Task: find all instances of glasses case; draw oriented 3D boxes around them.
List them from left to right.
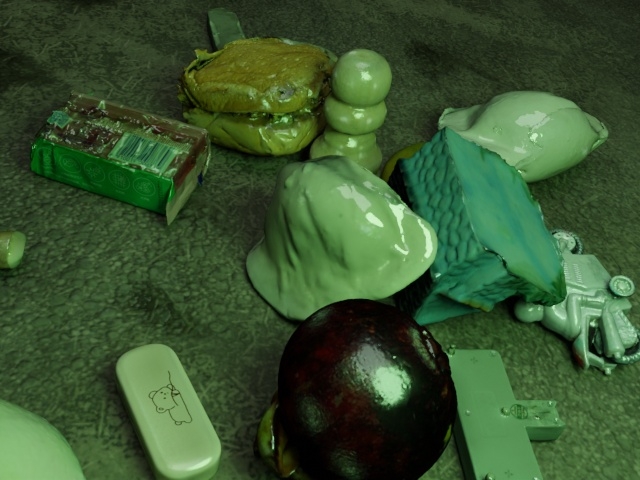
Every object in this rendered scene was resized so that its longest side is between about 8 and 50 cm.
[{"bbox_3d":[-0.190,0.212,0.843,0.083,0.050,0.196,-15,48,-30],"label":"glasses case"}]

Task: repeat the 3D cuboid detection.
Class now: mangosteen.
[{"bbox_3d":[0.030,0.195,0.819,0.265,0.228,0.228,-32,45,13],"label":"mangosteen"}]

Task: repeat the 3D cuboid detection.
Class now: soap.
[{"bbox_3d":[-0.336,-0.149,1.167,0.273,0.098,0.218,17,42,5],"label":"soap"}]

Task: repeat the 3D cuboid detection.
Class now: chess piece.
[{"bbox_3d":[0.058,-0.212,1.210,0.142,0.261,0.143,6,40,-5],"label":"chess piece"}]

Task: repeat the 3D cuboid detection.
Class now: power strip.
[{"bbox_3d":[-0.212,-0.459,1.572,0.080,0.048,0.286,-3,44,-19],"label":"power strip"},{"bbox_3d":[0.249,0.236,0.914,0.145,0.061,0.216,2,43,-10],"label":"power strip"}]

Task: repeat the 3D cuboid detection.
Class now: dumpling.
[{"bbox_3d":[0.000,0.000,0.996,0.318,0.187,0.243,29,82,48],"label":"dumpling"},{"bbox_3d":[0.397,-0.227,1.377,0.341,0.181,0.260,-35,47,-14],"label":"dumpling"}]

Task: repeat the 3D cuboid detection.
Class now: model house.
[{"bbox_3d":[0.204,0.018,1.061,0.226,0.241,0.261,23,44,-37],"label":"model house"}]

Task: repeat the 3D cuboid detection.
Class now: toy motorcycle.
[{"bbox_3d":[0.385,0.093,1.082,0.170,0.110,0.260,-15,54,-6],"label":"toy motorcycle"}]

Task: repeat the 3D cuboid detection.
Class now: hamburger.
[{"bbox_3d":[-0.109,-0.287,1.320,0.318,0.158,0.319,1,38,-1],"label":"hamburger"}]

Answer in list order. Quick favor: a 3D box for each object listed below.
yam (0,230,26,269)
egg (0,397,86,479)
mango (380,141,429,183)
[{"bbox_3d":[-0.573,0.012,0.962,0.299,0.066,0.066,0,43,-13],"label":"yam"},{"bbox_3d":[-0.391,0.255,0.625,0.337,0.201,0.337,2,47,-2],"label":"egg"},{"bbox_3d":[0.179,-0.124,1.272,0.122,0.085,0.191,41,48,24],"label":"mango"}]
